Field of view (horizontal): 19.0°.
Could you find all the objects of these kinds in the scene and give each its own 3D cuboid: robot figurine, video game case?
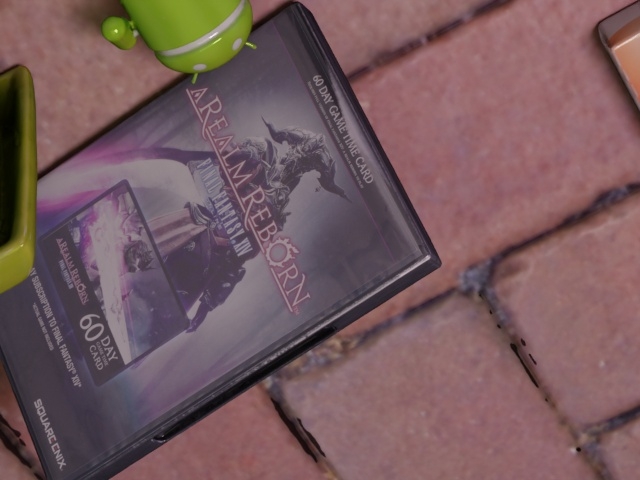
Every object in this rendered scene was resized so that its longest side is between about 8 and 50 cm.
[{"bbox_3d":[-0.084,-0.148,1.129,0.101,0.067,0.115,-29,119,5],"label":"robot figurine"},{"bbox_3d":[-0.082,0.006,1.161,0.274,0.196,0.026,-34,152,15],"label":"video game case"}]

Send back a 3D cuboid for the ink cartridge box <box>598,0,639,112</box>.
[{"bbox_3d":[0.285,-0.114,1.199,0.179,0.045,0.145,-27,120,14],"label":"ink cartridge box"}]

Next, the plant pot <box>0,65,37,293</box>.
[{"bbox_3d":[-0.284,-0.055,1.081,0.228,0.227,0.207,-27,125,10],"label":"plant pot"}]
